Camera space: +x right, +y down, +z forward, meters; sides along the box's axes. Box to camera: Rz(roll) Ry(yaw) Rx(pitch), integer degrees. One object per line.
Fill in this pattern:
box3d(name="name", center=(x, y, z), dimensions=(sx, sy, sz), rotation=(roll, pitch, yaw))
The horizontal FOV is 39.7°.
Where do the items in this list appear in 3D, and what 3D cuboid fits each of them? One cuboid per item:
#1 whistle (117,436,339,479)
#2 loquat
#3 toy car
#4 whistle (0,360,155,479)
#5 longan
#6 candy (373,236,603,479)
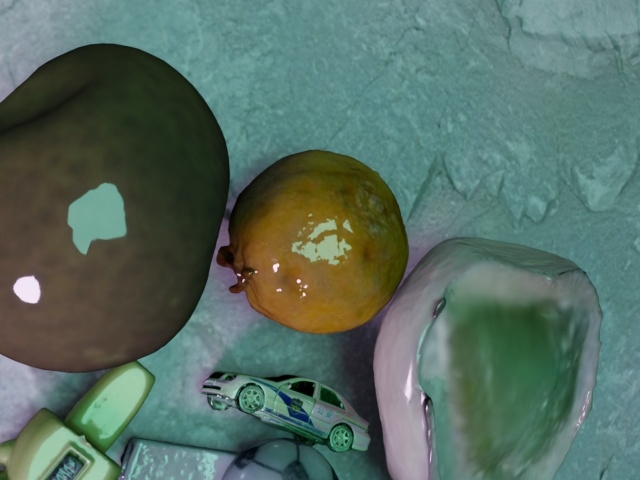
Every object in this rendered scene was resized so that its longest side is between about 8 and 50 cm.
box3d(name="whistle", center=(-0.079, 0.304, 1.039), dimensions=(0.289, 0.163, 0.163), rotation=(15, 81, -30))
box3d(name="loquat", center=(0.000, 0.000, 1.076), dimensions=(0.238, 0.193, 0.238), rotation=(-4, 97, -30))
box3d(name="toy car", center=(-0.039, 0.204, 1.104), dimensions=(0.224, 0.090, 0.076), rotation=(29, 71, -26))
box3d(name="whistle", center=(-0.284, 0.247, 0.947), dimensions=(0.131, 0.106, 0.288), rotation=(43, 70, -13))
box3d(name="longan", center=(-0.225, -0.037, 0.901), dimensions=(0.288, 0.288, 0.350), rotation=(38, 58, -24))
box3d(name="candy", center=(0.212, 0.198, 1.185), dimensions=(0.386, 0.186, 0.427), rotation=(-12, 106, -39))
